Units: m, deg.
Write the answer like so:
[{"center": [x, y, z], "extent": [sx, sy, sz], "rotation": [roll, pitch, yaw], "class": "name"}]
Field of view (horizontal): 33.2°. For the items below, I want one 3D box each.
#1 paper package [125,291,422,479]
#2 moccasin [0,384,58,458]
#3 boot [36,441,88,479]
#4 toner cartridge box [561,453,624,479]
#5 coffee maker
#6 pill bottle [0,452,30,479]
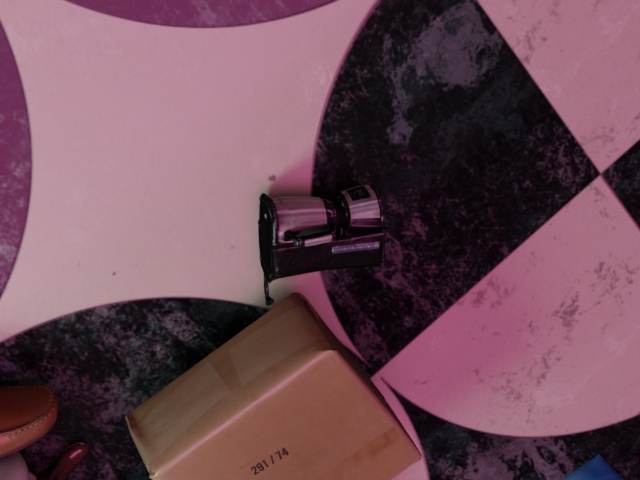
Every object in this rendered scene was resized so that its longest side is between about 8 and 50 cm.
[{"center": [-0.066, 0.296, 1.628], "extent": [0.325, 0.168, 0.309], "rotation": [-37, 125, 0], "class": "paper package"}, {"center": [-0.570, 0.236, 1.531], "extent": [0.380, 0.139, 0.147], "rotation": [3, 119, -9], "class": "moccasin"}, {"center": [-0.391, 0.374, 1.642], "extent": [0.106, 0.114, 0.037], "rotation": [-45, 117, 4], "class": "boot"}, {"center": [0.417, 0.548, 1.937], "extent": [0.348, 0.165, 0.075], "rotation": [-35, 116, -2], "class": "toner cartridge box"}, {"center": [0.000, 0.000, 1.631], "extent": [0.178, 0.120, 0.171], "rotation": [-5, 141, -14], "class": "coffee maker"}, {"center": [-0.521, 0.520, 1.596], "extent": [0.229, 0.229, 0.407], "rotation": [-9, 114, -14], "class": "pill bottle"}]
